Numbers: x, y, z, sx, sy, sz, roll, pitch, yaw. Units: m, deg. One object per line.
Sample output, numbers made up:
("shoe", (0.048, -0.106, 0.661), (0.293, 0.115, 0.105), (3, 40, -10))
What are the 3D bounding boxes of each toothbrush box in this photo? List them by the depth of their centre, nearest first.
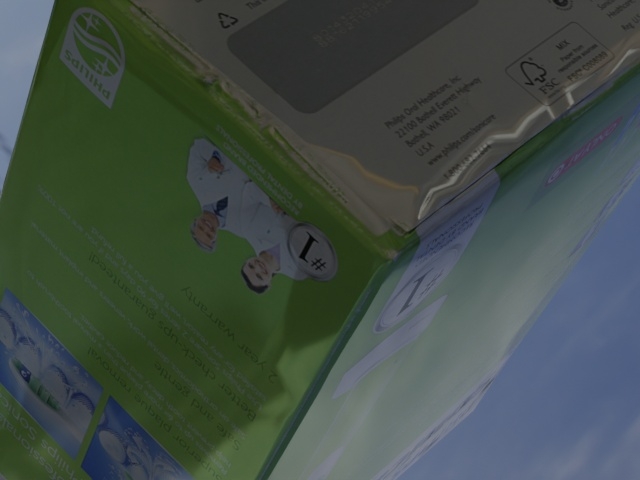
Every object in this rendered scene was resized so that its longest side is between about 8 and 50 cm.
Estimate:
("toothbrush box", (0.000, 0.000, 0.602), (0.206, 0.122, 0.283), (-36, 162, -37))
